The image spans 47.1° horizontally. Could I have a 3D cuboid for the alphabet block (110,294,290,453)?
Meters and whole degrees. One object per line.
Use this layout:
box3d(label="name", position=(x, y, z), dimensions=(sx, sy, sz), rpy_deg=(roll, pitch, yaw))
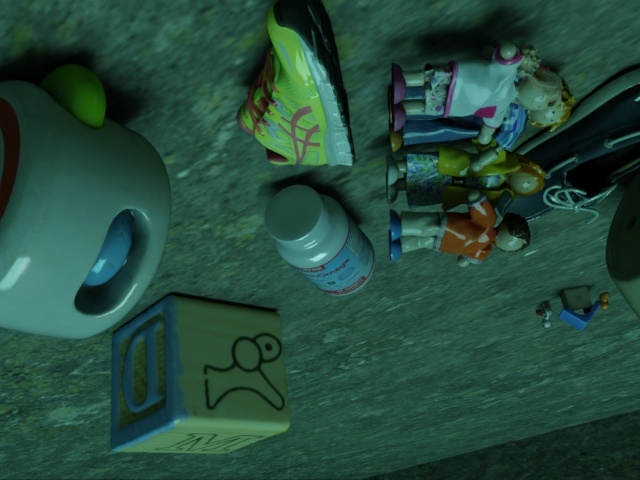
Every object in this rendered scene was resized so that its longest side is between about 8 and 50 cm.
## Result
box3d(label="alphabet block", position=(-0.184, 0.209, 1.106), dimensions=(0.197, 0.192, 0.193), rpy_deg=(15, 148, -38))

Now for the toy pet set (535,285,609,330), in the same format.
box3d(label="toy pet set", position=(0.443, 0.127, 1.254), dimensions=(0.122, 0.065, 0.114), rpy_deg=(-10, 155, 3))

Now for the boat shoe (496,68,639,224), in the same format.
box3d(label="boat shoe", position=(0.271, -0.074, 0.761), dimensions=(0.095, 0.079, 0.254), rpy_deg=(6, 152, -28))

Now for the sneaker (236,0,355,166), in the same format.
box3d(label="sneaker", position=(-0.026, -0.112, 0.594), dimensions=(0.094, 0.081, 0.208), rpy_deg=(-7, 156, 5))

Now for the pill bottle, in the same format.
box3d(label="pill bottle", position=(0.000, 0.000, 0.830), dimensions=(0.087, 0.087, 0.160), rpy_deg=(-16, 154, 17))

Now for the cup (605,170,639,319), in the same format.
box3d(label="cup", position=(0.456, 0.015, 0.785), dimensions=(0.237, 0.331, 0.331), rpy_deg=(22, 150, -3))

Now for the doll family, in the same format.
box3d(label="doll family", position=(0.144, -0.093, 0.680), dimensions=(0.163, 0.118, 0.263), rpy_deg=(-2, 137, 2))

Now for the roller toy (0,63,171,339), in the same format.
box3d(label="roller toy", position=(-0.225, -0.018, 0.603), dimensions=(0.209, 0.191, 0.146), rpy_deg=(-24, 151, 30))
